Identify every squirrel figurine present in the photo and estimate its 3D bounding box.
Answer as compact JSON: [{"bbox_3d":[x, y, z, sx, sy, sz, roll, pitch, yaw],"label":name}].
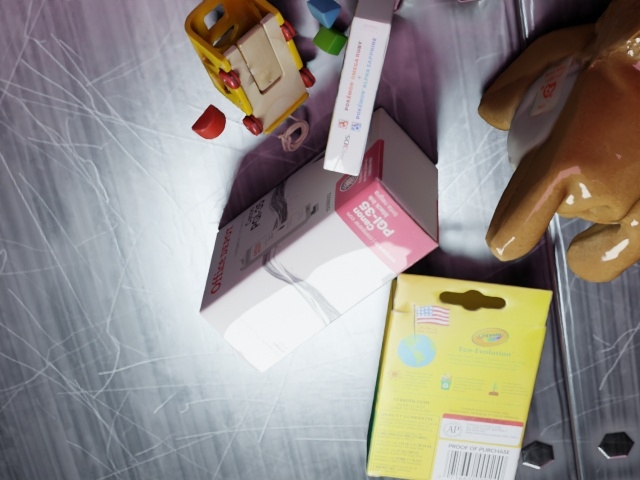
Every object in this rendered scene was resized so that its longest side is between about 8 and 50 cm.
[{"bbox_3d":[0.423,-0.104,1.800,0.370,0.281,0.397,28,120,-20],"label":"squirrel figurine"}]

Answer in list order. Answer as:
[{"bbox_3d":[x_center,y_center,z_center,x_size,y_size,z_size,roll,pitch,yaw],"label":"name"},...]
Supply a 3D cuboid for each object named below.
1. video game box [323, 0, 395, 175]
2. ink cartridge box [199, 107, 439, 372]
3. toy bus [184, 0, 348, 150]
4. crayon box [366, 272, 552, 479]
[{"bbox_3d":[0.049,-0.201,1.793,0.048,0.205,0.187,10,119,1],"label":"video game box"},{"bbox_3d":[0.000,0.000,1.908,0.283,0.207,0.117,-37,111,21],"label":"ink cartridge box"},{"bbox_3d":[-0.083,-0.207,1.851,0.104,0.191,0.202,41,123,29],"label":"toy bus"},{"bbox_3d":[0.177,0.169,2.071,0.202,0.081,0.318,7,121,-2],"label":"crayon box"}]
